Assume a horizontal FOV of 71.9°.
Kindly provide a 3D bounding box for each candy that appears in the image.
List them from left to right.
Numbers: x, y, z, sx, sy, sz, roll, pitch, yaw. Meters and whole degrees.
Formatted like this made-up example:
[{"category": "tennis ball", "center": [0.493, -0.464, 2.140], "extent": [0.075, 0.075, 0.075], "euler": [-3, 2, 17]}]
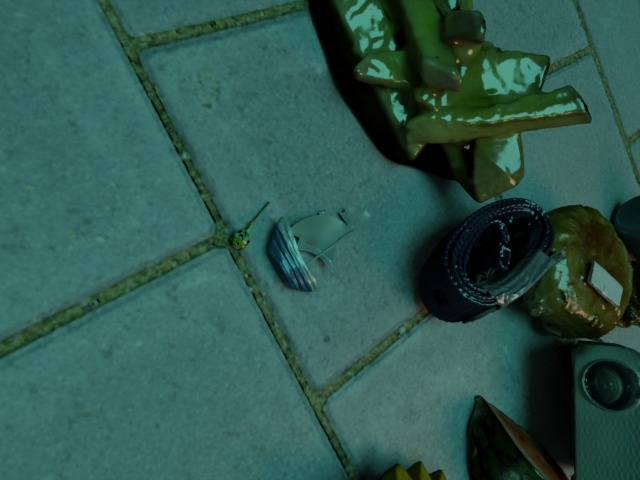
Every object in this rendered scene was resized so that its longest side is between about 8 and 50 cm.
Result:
[{"category": "candy", "center": [-0.085, -0.021, 0.559], "extent": [0.023, 0.025, 0.083], "euler": [37, 60, -3]}]

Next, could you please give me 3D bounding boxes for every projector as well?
[{"category": "projector", "center": [0.487, 0.303, 0.760], "extent": [0.198, 0.108, 0.250], "euler": [18, 75, -60]}]

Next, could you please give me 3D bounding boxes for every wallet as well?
[{"category": "wallet", "center": [0.474, 0.072, 0.736], "extent": [0.083, 0.011, 0.044], "euler": [35, 65, -19]}]

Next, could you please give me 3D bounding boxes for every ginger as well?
[{"category": "ginger", "center": [0.212, -0.294, 0.655], "extent": [0.413, 0.211, 0.358], "euler": [47, 63, -17]}]

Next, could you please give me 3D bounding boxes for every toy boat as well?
[{"category": "toy boat", "center": [-0.010, -0.004, 0.591], "extent": [0.105, 0.034, 0.149], "euler": [43, 67, -21]}]

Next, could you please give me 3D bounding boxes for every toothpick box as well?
[{"category": "toothpick box", "center": [0.753, -0.007, 0.982], "extent": [0.184, 0.120, 0.120], "euler": [41, 67, -23]}]

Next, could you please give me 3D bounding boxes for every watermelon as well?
[{"category": "watermelon", "center": [0.336, 0.416, 0.725], "extent": [0.128, 0.159, 0.303], "euler": [-43, 109, 14]}]

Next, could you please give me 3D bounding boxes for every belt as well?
[{"category": "belt", "center": [0.255, 0.034, 0.691], "extent": [0.231, 0.126, 0.139], "euler": [-34, 78, -27]}]

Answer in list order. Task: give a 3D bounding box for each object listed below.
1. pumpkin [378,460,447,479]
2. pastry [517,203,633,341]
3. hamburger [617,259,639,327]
[{"category": "pumpkin", "center": [0.117, 0.398, 0.601], "extent": [0.254, 0.149, 0.130], "euler": [37, 25, -17]}, {"category": "pastry", "center": [0.457, 0.055, 0.808], "extent": [0.257, 0.121, 0.235], "euler": [27, 68, -22]}, {"category": "hamburger", "center": [0.659, 0.103, 0.916], "extent": [0.185, 0.131, 0.159], "euler": [-17, 85, -37]}]
